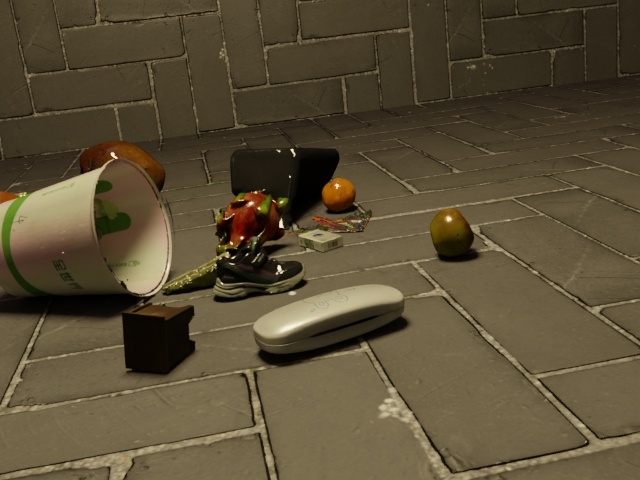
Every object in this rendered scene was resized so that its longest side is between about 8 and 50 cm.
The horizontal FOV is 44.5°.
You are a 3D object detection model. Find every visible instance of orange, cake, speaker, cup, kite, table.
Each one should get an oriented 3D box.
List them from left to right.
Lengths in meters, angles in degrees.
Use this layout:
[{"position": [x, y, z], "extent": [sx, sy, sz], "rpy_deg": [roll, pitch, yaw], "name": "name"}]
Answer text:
[{"position": [-0.446, -0.001, 1.435], "extent": [0.274, 0.253, 0.253], "rpy_deg": [-11, 14, 18], "name": "cup"}, {"position": [-0.230, 0.135, 1.126], "extent": [0.070, 0.083, 0.082], "rpy_deg": [3, 12, 21], "name": "table"}, {"position": [-0.220, 0.073, 1.432], "extent": [0.140, 0.055, 0.051], "rpy_deg": [-26, 20, -4], "name": "cake"}, {"position": [-0.087, -0.136, 1.933], "extent": [0.180, 0.184, 0.388], "rpy_deg": [0, 7, 18], "name": "speaker"}, {"position": [0.031, -0.038, 1.732], "extent": [0.232, 0.009, 0.189], "rpy_deg": [-16, 19, -30], "name": "kite"}, {"position": [0.043, -0.107, 1.844], "extent": [0.083, 0.084, 0.083], "rpy_deg": [-6, 16, 2], "name": "orange"}]

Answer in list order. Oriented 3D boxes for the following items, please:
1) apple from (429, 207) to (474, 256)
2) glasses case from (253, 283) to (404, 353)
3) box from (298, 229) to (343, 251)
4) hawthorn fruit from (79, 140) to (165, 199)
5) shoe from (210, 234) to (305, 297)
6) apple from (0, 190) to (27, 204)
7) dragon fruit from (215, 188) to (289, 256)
[{"position": [0.239, -0.015, 1.432], "extent": [0.074, 0.090, 0.089], "rpy_deg": [-18, 15, 6], "name": "apple"}, {"position": [0.015, 0.112, 1.142], "extent": [0.233, 0.059, 0.092], "rpy_deg": [-15, 20, -23], "name": "glasses case"}, {"position": [0.000, 0.000, 1.593], "extent": [0.054, 0.024, 0.083], "rpy_deg": [-20, 22, -33], "name": "box"}, {"position": [-0.505, -0.148, 2.035], "extent": [0.208, 0.208, 0.248], "rpy_deg": [6, -4, 38], "name": "hawthorn fruit"}, {"position": [-0.111, 0.040, 1.365], "extent": [0.169, 0.099, 0.071], "rpy_deg": [-10, 14, -13], "name": "shoe"}, {"position": [-0.766, -0.051, 1.866], "extent": [0.158, 0.147, 0.156], "rpy_deg": [1, -17, -8], "name": "apple"}, {"position": [-0.145, -0.017, 1.578], "extent": [0.142, 0.138, 0.175], "rpy_deg": [-42, 21, 46], "name": "dragon fruit"}]
